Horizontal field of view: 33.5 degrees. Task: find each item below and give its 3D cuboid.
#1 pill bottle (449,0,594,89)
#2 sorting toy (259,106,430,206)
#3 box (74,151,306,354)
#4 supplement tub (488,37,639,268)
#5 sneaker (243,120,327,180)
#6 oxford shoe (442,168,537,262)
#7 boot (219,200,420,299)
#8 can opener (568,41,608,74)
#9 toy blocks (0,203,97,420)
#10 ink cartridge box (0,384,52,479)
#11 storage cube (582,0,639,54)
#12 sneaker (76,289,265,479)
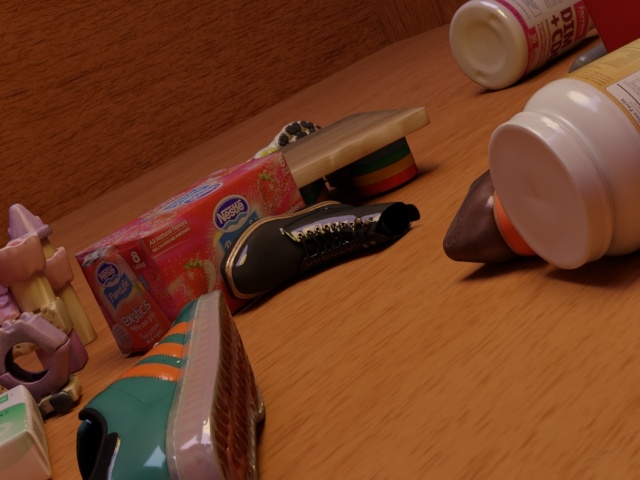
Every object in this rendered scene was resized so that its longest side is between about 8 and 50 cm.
[{"bbox_3d":[0.373,-0.387,1.868,0.283,0.160,0.160,-33,15,-33],"label":"pill bottle"},{"bbox_3d":[0.001,-0.087,1.462,0.257,0.089,0.255,-27,13,-16],"label":"sorting toy"},{"bbox_3d":[-0.130,0.010,1.202,0.122,0.128,0.257,-14,15,40],"label":"box"},{"bbox_3d":[0.246,-0.076,0.823,0.199,0.144,0.144,-28,13,-16],"label":"supplement tub"},{"bbox_3d":[-0.075,-0.106,1.673,0.275,0.107,0.110,-32,2,-42],"label":"sneaker"},{"bbox_3d":[0.193,-0.062,0.992,0.098,0.097,0.271,-22,11,38],"label":"oxford shoe"},{"bbox_3d":[0.000,0.000,1.147,0.137,0.077,0.198,-4,24,45],"label":"boot"},{"bbox_3d":[0.436,-0.253,1.439,0.280,0.074,0.093,-31,-20,-36],"label":"can opener"},{"bbox_3d":[-0.425,0.076,1.166,0.288,0.260,0.309,-24,12,-2],"label":"toy blocks"},{"bbox_3d":[-0.349,0.215,0.929,0.224,0.056,0.181,-25,12,-14],"label":"ink cartridge box"},{"bbox_3d":[0.435,-0.277,1.186,0.183,0.215,0.193,-30,7,-25],"label":"storage cube"},{"bbox_3d":[-0.111,0.120,0.749,0.121,0.108,0.302,-19,14,3],"label":"sneaker"}]
